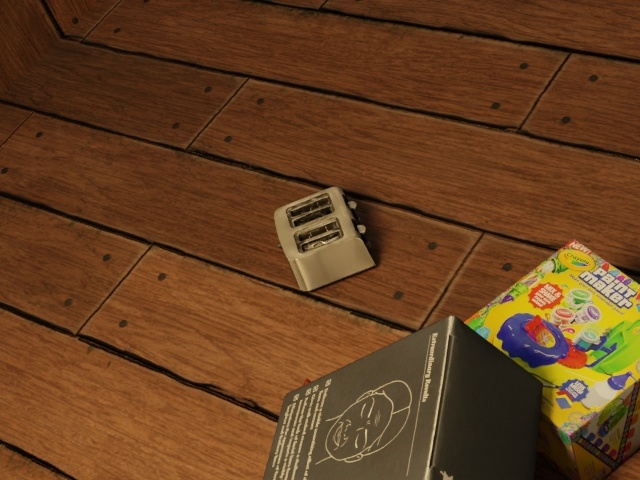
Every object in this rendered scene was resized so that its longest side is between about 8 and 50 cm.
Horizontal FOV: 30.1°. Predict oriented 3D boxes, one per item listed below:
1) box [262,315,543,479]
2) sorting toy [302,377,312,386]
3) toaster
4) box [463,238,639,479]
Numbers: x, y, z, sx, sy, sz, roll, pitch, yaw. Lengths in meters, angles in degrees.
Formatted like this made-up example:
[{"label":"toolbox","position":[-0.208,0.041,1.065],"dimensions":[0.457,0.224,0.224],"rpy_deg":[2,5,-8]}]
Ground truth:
[{"label":"box","position":[0.112,0.340,1.799],"dimensions":[0.395,0.212,0.293],"rpy_deg":[-31,33,42]},{"label":"sorting toy","position":[-0.004,0.409,2.002],"dimensions":[0.126,0.127,0.365],"rpy_deg":[14,52,-4]},{"label":"toaster","position":[0.000,0.000,2.363],"dimensions":[0.185,0.110,0.168],"rpy_deg":[-21,43,3]},{"label":"box","position":[0.423,0.199,1.949],"dimensions":[0.279,0.177,0.290],"rpy_deg":[-36,45,-14]}]
